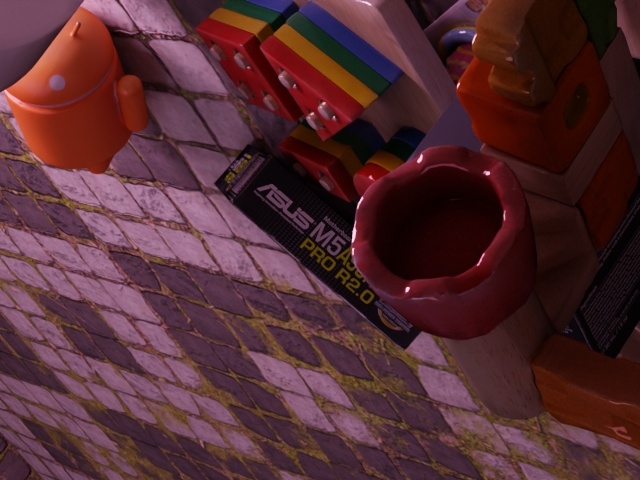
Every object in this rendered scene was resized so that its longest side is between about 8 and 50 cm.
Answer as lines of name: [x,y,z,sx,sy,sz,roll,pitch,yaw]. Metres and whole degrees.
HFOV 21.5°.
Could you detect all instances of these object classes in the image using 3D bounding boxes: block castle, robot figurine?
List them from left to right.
robot figurine: [-0.269,-0.161,1.769,0.158,0.128,0.219,52,165,31]
block castle: [0.243,-0.102,0.809,0.303,0.453,0.213,20,158,34]

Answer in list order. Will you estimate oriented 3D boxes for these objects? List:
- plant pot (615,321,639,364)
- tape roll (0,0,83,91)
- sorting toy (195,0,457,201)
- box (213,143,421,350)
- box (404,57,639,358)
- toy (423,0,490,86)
plant pot: [0.273,0.052,1.445,0.237,0.110,0.237,31,155,16]
tape roll: [-0.338,-0.262,1.543,0.246,0.246,0.169,41,155,-9]
sorting toy: [0.024,-0.111,1.439,0.255,0.089,0.257,29,158,54]
box: [0.000,0.000,1.657,0.216,0.060,0.270,40,180,-8]
box: [0.190,-0.070,1.152,0.103,0.261,0.184,16,148,39]
toy: [0.143,-0.129,1.363,0.137,0.056,0.237,41,155,-6]
